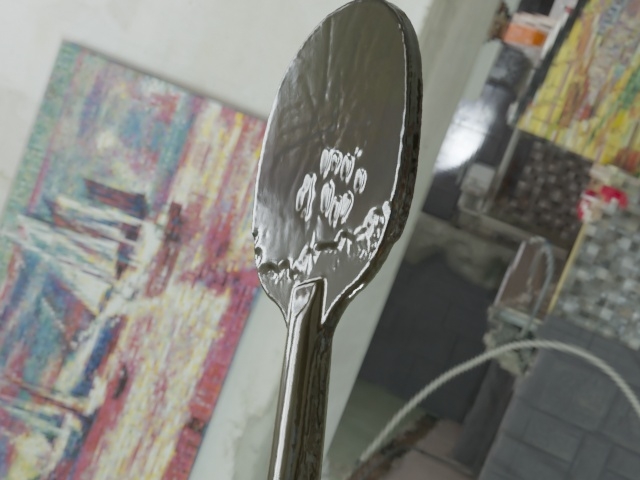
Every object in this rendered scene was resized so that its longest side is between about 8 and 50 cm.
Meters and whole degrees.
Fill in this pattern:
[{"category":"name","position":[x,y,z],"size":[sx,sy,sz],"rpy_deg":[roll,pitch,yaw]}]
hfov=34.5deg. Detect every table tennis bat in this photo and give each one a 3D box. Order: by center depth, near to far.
[{"category":"table tennis bat","position":[0.000,0.000,0.477],"size":[0.022,0.234,0.131],"rpy_deg":[15,166,-31]}]
